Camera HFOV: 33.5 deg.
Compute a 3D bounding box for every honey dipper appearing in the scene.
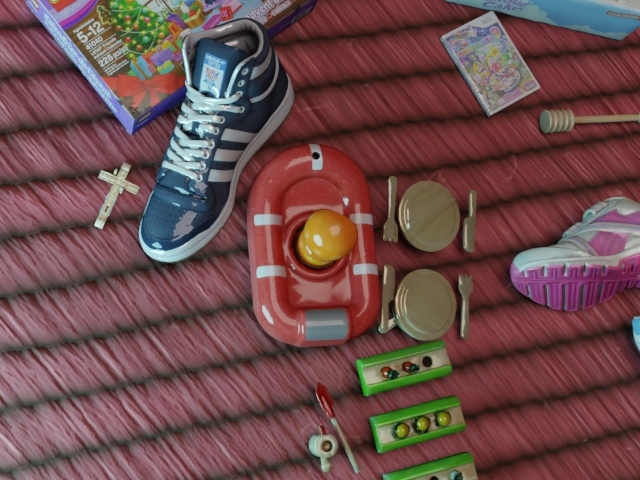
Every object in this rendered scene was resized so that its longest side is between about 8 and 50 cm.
[{"bbox_3d":[0.366,-0.162,1.404,0.160,0.030,0.030,-6,78,-19],"label":"honey dipper"}]

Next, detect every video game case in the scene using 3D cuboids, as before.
[{"bbox_3d":[0.223,-0.232,1.391,0.087,0.011,0.122,-29,85,-19],"label":"video game case"}]

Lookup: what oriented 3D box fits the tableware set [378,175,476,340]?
[{"bbox_3d":[0.122,0.025,1.289,0.128,0.039,0.194,8,80,-25],"label":"tableware set"}]

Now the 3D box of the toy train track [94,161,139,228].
[{"bbox_3d":[-0.239,-0.053,1.222,0.048,0.014,0.083,24,72,-8],"label":"toy train track"}]

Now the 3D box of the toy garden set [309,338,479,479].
[{"bbox_3d":[0.080,0.253,1.204,0.203,0.049,0.244,-12,84,-16],"label":"toy garden set"}]

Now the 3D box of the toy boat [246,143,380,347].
[{"bbox_3d":[0.000,0.000,1.200,0.151,0.151,0.231,-2,77,-16],"label":"toy boat"}]

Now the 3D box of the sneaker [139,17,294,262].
[{"bbox_3d":[-0.130,-0.122,1.183,0.099,0.153,0.282,22,66,21],"label":"sneaker"}]

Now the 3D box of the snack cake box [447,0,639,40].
[{"bbox_3d":[0.306,-0.373,1.407,0.264,0.089,0.152,10,76,-12],"label":"snack cake box"}]

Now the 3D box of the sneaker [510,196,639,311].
[{"bbox_3d":[0.353,0.010,1.327,0.252,0.103,0.111,-9,54,-8],"label":"sneaker"}]

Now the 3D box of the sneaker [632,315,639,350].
[{"bbox_3d":[0.499,0.082,1.349,0.237,0.085,0.086,-26,95,-20],"label":"sneaker"}]

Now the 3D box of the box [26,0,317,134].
[{"bbox_3d":[-0.172,-0.290,1.274,0.293,0.057,0.201,-39,88,-20],"label":"box"}]
